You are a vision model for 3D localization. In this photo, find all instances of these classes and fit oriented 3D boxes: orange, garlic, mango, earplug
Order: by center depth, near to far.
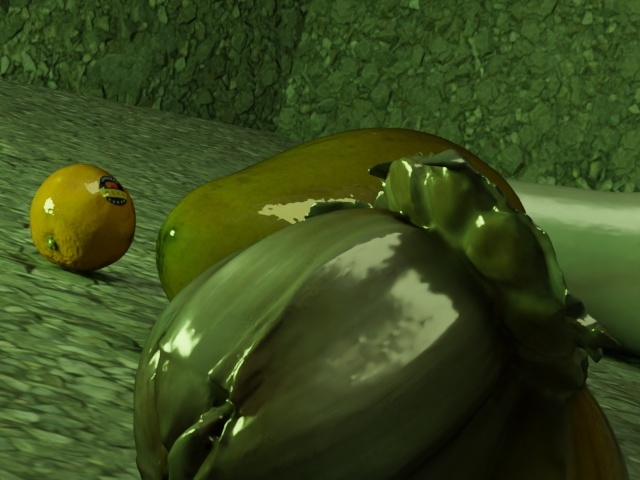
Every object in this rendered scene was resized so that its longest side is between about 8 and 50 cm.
[{"bbox_3d":[0.021,0.066,0.704,0.207,0.207,0.257,16,14,7],"label":"garlic"},{"bbox_3d":[0.021,0.013,1.286,0.211,0.173,0.317,19,13,30],"label":"mango"},{"bbox_3d":[-0.178,-0.015,1.439,0.083,0.084,0.083,15,6,-2],"label":"orange"},{"bbox_3d":[0.197,0.013,1.820,0.301,0.172,0.172,9,7,-5],"label":"earplug"}]
